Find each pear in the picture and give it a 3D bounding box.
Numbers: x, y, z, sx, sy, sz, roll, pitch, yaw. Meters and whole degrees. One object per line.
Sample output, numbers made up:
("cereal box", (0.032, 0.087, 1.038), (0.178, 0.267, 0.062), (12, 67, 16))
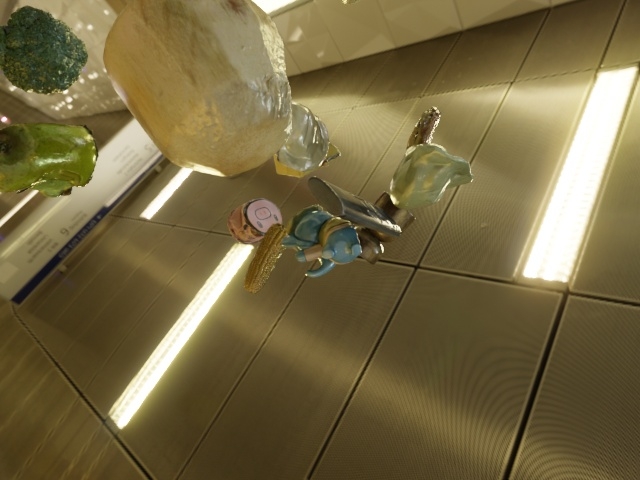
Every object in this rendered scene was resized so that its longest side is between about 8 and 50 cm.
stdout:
("pear", (-0.782, -0.221, 1.141), (0.238, 0.164, 0.255), (-23, 179, 15))

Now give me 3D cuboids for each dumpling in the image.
("dumpling", (0.349, -0.224, 1.391), (0.269, 0.212, 0.321), (-27, -169, 7))
("dumpling", (-0.072, -0.343, 1.402), (0.175, 0.226, 0.244), (12, -94, 60))

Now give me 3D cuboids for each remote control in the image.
("remote control", (0.095, -0.067, 0.969), (0.044, 0.377, 0.107), (-43, -113, 17))

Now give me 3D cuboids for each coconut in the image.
("coconut", (-0.239, -0.349, 0.864), (0.344, 0.416, 0.415), (-32, -146, -17))

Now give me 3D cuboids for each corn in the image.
("corn", (-0.201, 0.069, 1.557), (0.101, 0.101, 0.292), (39, -75, 53))

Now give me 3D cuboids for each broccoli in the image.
("broccoli", (-0.905, -0.607, 1.330), (0.270, 0.270, 0.270), (30, -107, 34))

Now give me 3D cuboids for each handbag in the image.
("handbag", (-0.267, -0.079, 1.706), (0.116, 0.179, 0.205), (-32, 178, 38))

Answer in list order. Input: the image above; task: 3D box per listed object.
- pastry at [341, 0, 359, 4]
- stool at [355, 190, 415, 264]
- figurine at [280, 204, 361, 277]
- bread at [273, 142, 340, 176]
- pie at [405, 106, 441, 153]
("pastry", (0.079, -0.719, 1.108), (0.091, 0.157, 0.157), (-20, -141, 6))
("stool", (0.246, -0.052, 1.743), (0.264, 0.179, 0.179), (-48, -144, 7))
("figurine", (0.001, -0.004, 1.107), (0.180, 0.154, 0.262), (-41, -153, 1))
("bread", (-0.066, -0.432, 1.982), (0.263, 0.199, 0.236), (-32, -142, -28))
("pie", (0.448, -0.447, 1.839), (0.085, 0.308, 0.308), (23, -117, 14))
